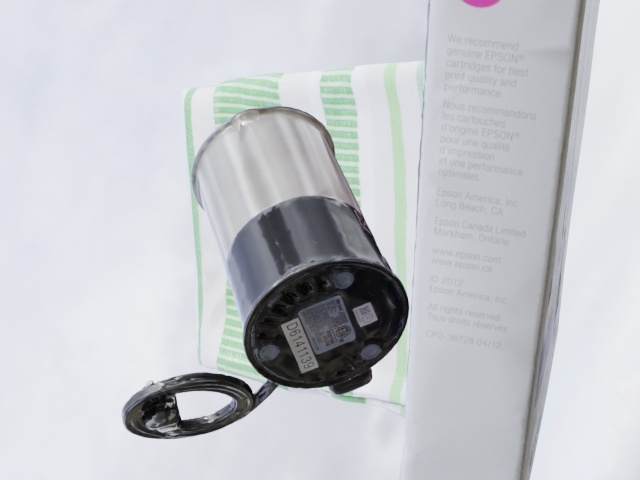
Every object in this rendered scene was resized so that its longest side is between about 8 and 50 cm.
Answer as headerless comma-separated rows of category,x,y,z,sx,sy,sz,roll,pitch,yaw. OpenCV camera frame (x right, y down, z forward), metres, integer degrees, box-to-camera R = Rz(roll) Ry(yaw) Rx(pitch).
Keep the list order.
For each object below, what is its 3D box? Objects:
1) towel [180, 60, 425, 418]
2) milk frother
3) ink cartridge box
towel,0.000,0.000,0.946,0.038,0.325,0.248,-8,-82,-37
milk frother,-0.043,0.023,0.686,0.135,0.143,0.129,-113,19,-48
ink cartridge box,0.086,-0.069,0.561,0.176,0.069,0.371,-63,-20,-55
